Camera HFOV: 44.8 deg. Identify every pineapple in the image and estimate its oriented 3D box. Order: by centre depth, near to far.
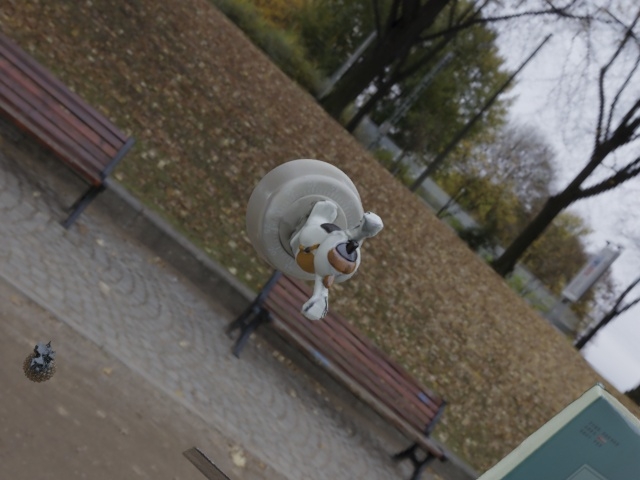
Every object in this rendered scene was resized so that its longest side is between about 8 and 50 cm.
[{"bbox_3d":[-0.454,0.194,1.247,0.058,0.058,0.124,42,-26,3],"label":"pineapple"}]

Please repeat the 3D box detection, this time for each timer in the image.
[{"bbox_3d":[0.000,0.000,1.034,0.175,0.175,0.266,41,5,-19],"label":"timer"}]

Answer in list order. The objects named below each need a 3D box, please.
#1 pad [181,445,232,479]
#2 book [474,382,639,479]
[{"bbox_3d":[-0.061,0.310,0.850,0.235,0.003,0.158,43,-23,1],"label":"pad"},{"bbox_3d":[0.244,0.344,0.905,0.264,0.379,0.031,38,14,-33],"label":"book"}]
